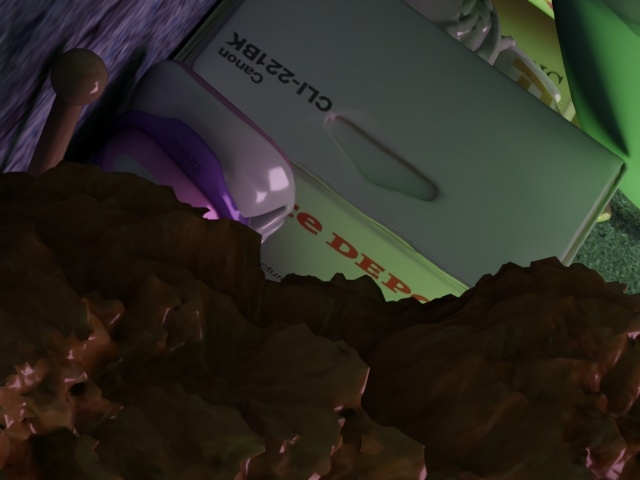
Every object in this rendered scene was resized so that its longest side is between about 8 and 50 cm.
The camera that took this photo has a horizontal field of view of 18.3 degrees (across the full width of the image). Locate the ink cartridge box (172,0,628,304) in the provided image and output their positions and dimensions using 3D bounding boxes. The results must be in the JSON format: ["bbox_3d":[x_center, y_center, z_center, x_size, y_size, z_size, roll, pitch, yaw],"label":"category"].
[{"bbox_3d":[0.000,0.000,0.993,0.114,0.197,0.273,-54,180,-29],"label":"ink cartridge box"}]

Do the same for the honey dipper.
[{"bbox_3d":[-0.100,-0.011,0.675,0.030,0.030,0.161,-54,177,-39],"label":"honey dipper"}]

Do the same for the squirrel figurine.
[{"bbox_3d":[-0.026,0.178,0.584,0.397,0.370,0.281,-54,179,35],"label":"squirrel figurine"}]

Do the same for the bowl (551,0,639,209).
[{"bbox_3d":[0.221,-0.156,0.871,0.311,0.311,0.163,-54,142,-2],"label":"bowl"}]

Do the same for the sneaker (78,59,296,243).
[{"bbox_3d":[-0.085,0.016,0.850,0.104,0.095,0.236,-46,172,-22],"label":"sneaker"}]

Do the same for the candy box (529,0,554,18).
[{"bbox_3d":[0.127,-0.174,1.115,0.070,0.196,0.165,-54,179,6],"label":"candy box"}]

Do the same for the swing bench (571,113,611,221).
[{"bbox_3d":[0.107,-0.126,1.522,0.253,0.165,0.255,148,-47,-67],"label":"swing bench"}]

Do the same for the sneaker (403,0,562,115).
[{"bbox_3d":[0.071,-0.123,0.995,0.108,0.169,0.292,-51,177,-37],"label":"sneaker"}]

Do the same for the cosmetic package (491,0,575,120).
[{"bbox_3d":[0.095,-0.108,1.286,0.296,0.153,0.129,-61,174,-12],"label":"cosmetic package"}]
